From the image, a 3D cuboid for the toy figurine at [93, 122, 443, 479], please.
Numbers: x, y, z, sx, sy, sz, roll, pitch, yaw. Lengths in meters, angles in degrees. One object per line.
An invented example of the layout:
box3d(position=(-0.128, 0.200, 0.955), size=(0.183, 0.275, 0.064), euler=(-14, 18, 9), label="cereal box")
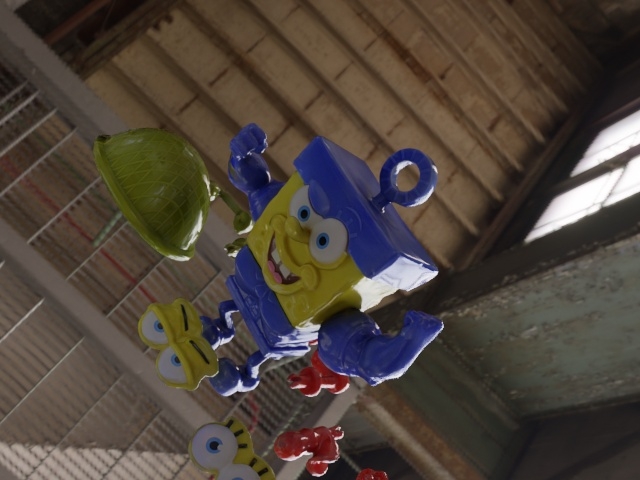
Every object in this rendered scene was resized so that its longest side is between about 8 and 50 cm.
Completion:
box3d(position=(0.000, 0.000, 0.641), size=(0.191, 0.217, 0.362), euler=(13, -141, -49), label="toy figurine")
